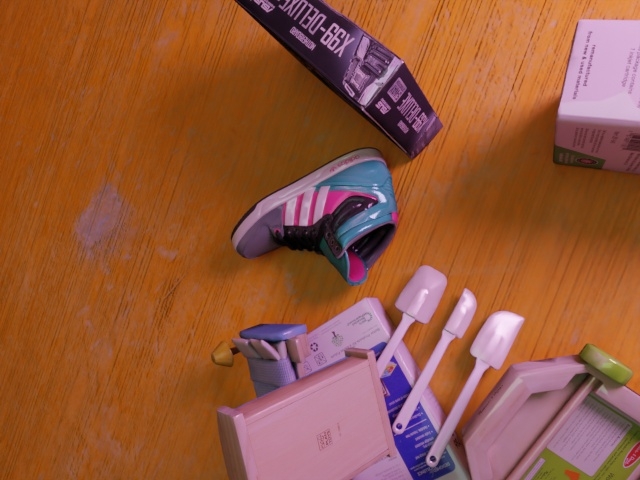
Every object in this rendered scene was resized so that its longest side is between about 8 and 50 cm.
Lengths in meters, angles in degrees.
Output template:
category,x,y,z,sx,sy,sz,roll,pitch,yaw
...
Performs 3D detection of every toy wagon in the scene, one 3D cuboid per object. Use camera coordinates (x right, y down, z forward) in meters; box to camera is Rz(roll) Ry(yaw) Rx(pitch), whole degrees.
category,x,y,z,sx,sy,sz,roll,pitch,yaw
toy wagon,0.344,0.297,0.571,0.344,0.068,0.267,34,99,4

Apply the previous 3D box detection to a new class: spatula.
category,x,y,z,sx,sy,sz,roll,pitch,yaw
spatula,0.156,0.170,0.681,0.168,0.019,0.242,31,79,12

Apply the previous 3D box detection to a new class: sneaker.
category,x,y,z,sx,sy,sz,roll,pitch,yaw
sneaker,0.000,0.000,0.768,0.296,0.124,0.178,-30,63,18

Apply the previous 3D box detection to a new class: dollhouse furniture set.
category,x,y,z,sx,sy,sz,roll,pitch,yaw
dollhouse furniture set,-0.072,0.282,0.664,0.303,0.198,0.286,-10,94,54

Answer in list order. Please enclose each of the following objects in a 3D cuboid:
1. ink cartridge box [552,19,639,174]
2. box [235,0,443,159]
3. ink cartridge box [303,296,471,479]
category,x,y,z,sx,sy,sz,roll,pitch,yaw
ink cartridge box,0.421,-0.143,0.536,0.278,0.201,0.117,13,90,25
box,0.026,-0.268,0.714,0.076,0.242,0.307,-48,68,13
ink cartridge box,0.093,0.267,0.721,0.165,0.065,0.332,-34,70,17
